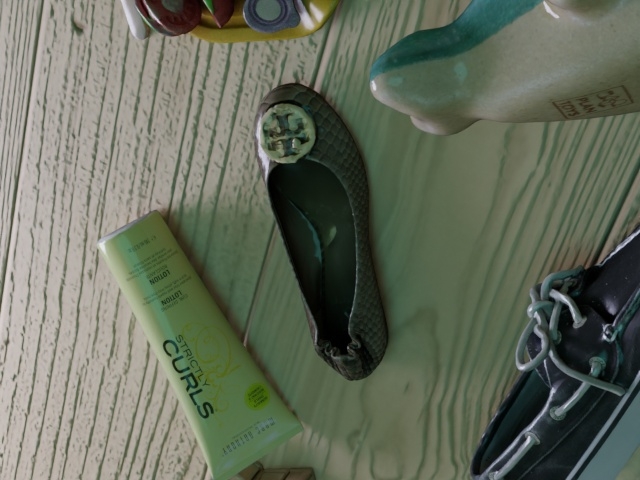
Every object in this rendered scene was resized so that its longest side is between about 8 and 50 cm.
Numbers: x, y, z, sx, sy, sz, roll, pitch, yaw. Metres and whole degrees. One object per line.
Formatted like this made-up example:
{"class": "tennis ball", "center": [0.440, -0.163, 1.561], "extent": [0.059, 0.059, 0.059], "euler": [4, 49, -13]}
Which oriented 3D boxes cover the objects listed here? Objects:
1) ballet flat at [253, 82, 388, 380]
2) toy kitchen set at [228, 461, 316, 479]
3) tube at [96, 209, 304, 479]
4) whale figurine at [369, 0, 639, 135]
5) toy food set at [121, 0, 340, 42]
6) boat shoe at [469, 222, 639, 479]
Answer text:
{"class": "ballet flat", "center": [0.000, 0.000, 0.838], "extent": [0.084, 0.058, 0.250], "euler": [-5, 109, 25]}
{"class": "toy kitchen set", "center": [-0.061, 0.207, 0.949], "extent": [0.083, 0.068, 0.075], "euler": [-6, 109, 26]}
{"class": "tube", "center": [-0.108, 0.089, 0.922], "extent": [0.070, 0.062, 0.240], "euler": [-24, 100, 27]}
{"class": "whale figurine", "center": [0.161, -0.150, 0.635], "extent": [0.272, 0.216, 0.141], "euler": [-17, 75, 24]}
{"class": "toy food set", "center": [-0.085, -0.203, 0.781], "extent": [0.218, 0.071, 0.128], "euler": [0, 111, 24]}
{"class": "boat shoe", "center": [0.191, 0.074, 0.755], "extent": [0.105, 0.113, 0.306], "euler": [19, 128, 0]}
